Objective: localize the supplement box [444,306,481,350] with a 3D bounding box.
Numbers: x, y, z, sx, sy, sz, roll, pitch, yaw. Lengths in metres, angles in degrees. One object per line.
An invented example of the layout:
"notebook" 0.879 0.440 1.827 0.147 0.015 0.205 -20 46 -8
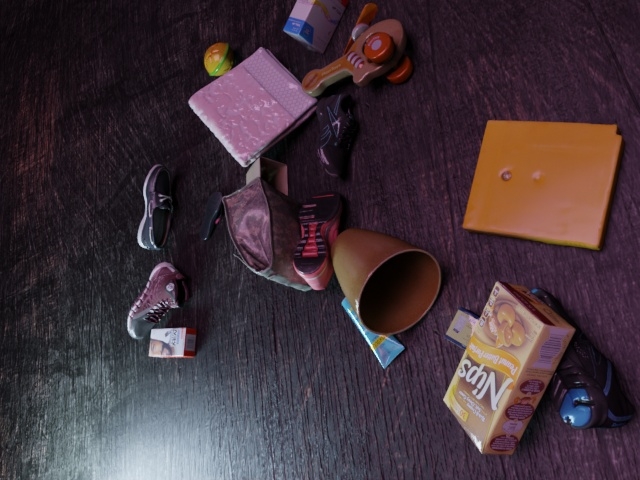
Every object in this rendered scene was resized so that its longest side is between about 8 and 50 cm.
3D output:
"supplement box" 0.354 0.215 1.506 0.083 0.056 0.083 30 95 38

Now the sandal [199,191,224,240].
"sandal" -0.357 -0.083 2.135 0.067 0.040 0.179 41 117 42

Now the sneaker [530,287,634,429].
"sneaker" 0.523 0.248 1.343 0.341 0.139 0.125 -101 31 -44

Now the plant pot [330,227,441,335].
"plant pot" 0.135 0.071 1.621 0.237 0.237 0.254 -57 39 9

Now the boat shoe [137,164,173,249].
"boat shoe" -0.564 -0.115 2.252 0.091 0.114 0.303 9 94 38

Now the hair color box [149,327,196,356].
"hair color box" -0.485 0.336 2.093 0.167 0.053 0.093 -9 73 36

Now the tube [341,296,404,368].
"tube" 0.134 0.229 1.675 0.080 0.052 0.207 -52 59 25

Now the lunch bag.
"lunch bag" -0.134 0.005 1.813 0.169 0.235 0.287 -29 61 21

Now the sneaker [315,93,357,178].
"sneaker" 0.049 -0.311 1.856 0.106 0.101 0.267 -15 69 30

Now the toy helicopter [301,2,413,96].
"toy helicopter" 0.090 -0.536 1.867 0.355 0.140 0.235 -21 59 30

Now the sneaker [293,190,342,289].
"sneaker" -0.001 0.000 1.798 0.115 0.136 0.314 -1 52 20

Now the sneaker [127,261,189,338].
"sneaker" -0.533 0.222 2.132 0.162 0.106 0.281 24 91 35

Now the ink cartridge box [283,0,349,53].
"ink cartridge box" -0.002 -0.722 1.989 0.078 0.134 0.231 30 96 39

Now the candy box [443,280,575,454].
"candy box" 0.389 0.269 1.353 0.183 0.087 0.317 -124 49 -61

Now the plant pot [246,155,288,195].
"plant pot" -0.174 -0.184 1.986 0.096 0.109 0.109 -20 65 44

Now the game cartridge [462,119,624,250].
"game cartridge" 0.518 -0.138 1.496 0.323 0.052 0.285 11 84 36

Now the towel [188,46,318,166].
"towel" -0.213 -0.432 2.020 0.317 0.053 0.332 -38 63 -5

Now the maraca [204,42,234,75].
"maraca" -0.362 -0.643 2.261 0.127 0.099 0.186 -55 27 8
